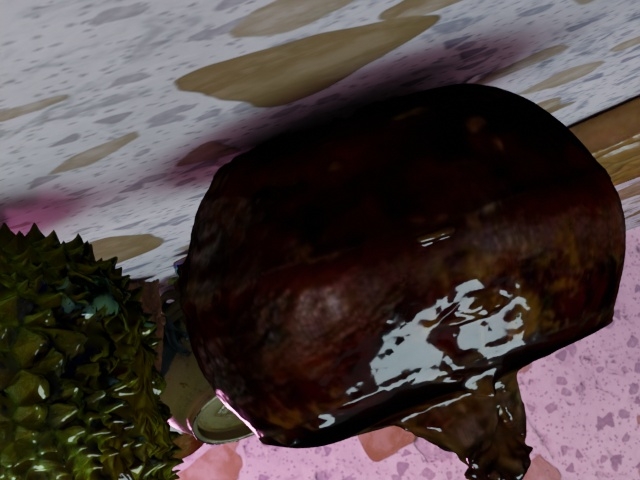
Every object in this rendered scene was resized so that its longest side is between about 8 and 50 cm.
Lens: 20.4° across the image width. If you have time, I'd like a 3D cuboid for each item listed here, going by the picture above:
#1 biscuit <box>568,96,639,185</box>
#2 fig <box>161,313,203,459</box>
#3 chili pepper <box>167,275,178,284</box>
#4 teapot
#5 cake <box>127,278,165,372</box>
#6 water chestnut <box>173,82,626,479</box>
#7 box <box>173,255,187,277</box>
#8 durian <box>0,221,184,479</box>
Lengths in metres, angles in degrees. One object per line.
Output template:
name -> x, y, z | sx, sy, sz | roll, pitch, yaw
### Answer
biscuit -> 0.368, -0.111, 1.989 | 0.365, 0.062, 0.385 | -16, 173, -39
fig -> -0.207, 0.175, 2.194 | 0.205, 0.205, 0.205 | -20, 174, -2
chili pepper -> -0.055, 0.041, 1.934 | 0.204, 0.072, 0.073 | -6, 147, -39
teapot -> -0.108, 0.122, 1.994 | 0.269, 0.183, 0.173 | 5, 135, -40
cake -> -0.269, 0.110, 1.751 | 0.116, 0.113, 0.295 | -27, 165, 35
water chestnut -> 0.069, 0.048, 1.319 | 0.350, 0.302, 0.350 | -21, 178, -1
box -> -0.050, 0.012, 1.794 | 0.112, 0.048, 0.175 | -27, 171, 34
durian -> -0.216, 0.110, 1.251 | 0.225, 0.291, 0.291 | -48, 163, 21
